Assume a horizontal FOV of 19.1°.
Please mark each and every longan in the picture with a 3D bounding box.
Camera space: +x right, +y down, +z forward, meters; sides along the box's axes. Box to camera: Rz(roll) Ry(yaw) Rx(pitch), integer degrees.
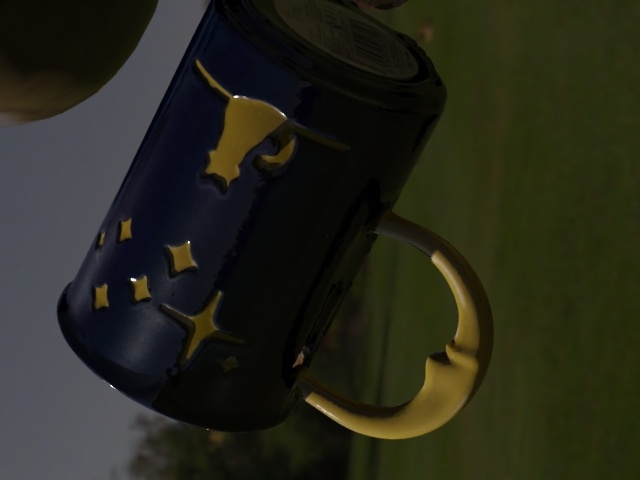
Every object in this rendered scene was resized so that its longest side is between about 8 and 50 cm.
[{"bbox_3d":[-0.316,-0.272,1.803,0.404,0.336,0.404,-47,19,22],"label":"longan"}]

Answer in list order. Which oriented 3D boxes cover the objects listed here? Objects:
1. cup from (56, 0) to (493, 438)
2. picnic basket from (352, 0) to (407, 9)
[{"bbox_3d":[-0.004,-0.011,1.241,0.256,0.255,0.178,-61,12,23],"label":"cup"},{"bbox_3d":[0.017,-0.311,1.781,0.129,0.222,0.297,-49,-26,25],"label":"picnic basket"}]
